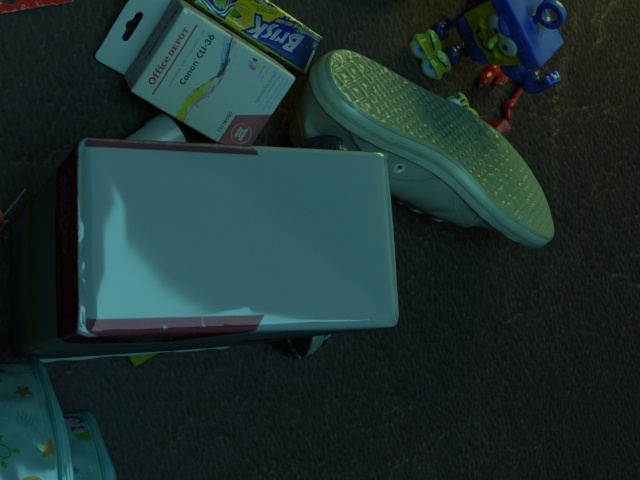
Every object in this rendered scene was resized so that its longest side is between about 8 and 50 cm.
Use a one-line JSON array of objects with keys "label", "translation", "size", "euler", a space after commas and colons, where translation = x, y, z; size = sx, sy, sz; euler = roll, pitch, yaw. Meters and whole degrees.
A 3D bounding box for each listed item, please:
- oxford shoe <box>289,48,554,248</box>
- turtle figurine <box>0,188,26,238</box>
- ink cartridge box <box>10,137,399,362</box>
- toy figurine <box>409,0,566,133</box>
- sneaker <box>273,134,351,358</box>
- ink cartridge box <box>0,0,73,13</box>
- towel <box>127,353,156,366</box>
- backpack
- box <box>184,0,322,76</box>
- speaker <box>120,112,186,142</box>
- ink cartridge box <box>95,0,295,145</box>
[{"label": "oxford shoe", "translation": [0.139, -0.100, 1.286], "size": [0.449, 0.130, 0.169], "euler": [24, 43, -32]}, {"label": "turtle figurine", "translation": [-0.414, -0.016, 0.970], "size": [0.234, 0.118, 0.175], "euler": [-42, 113, -16]}, {"label": "ink cartridge box", "translation": [-0.139, 0.025, 0.957], "size": [0.279, 0.384, 0.161], "euler": [0, 81, -26]}, {"label": "toy figurine", "translation": [0.240, -0.318, 1.279], "size": [0.191, 0.217, 0.363], "euler": [-39, 112, -23]}, {"label": "sneaker", "translation": [0.000, 0.000, 1.204], "size": [0.122, 0.110, 0.283], "euler": [-20, 128, -49]}, {"label": "ink cartridge box", "translation": [-0.345, -0.334, 1.029], "size": [0.145, 0.045, 0.179], "euler": [-18, 99, -28]}, {"label": "towel", "translation": [-0.146, 0.051, 1.183], "size": [0.237, 0.021, 0.102], "euler": [-32, 107, -25]}, {"label": "backpack", "translation": [-0.306, 0.245, 0.948], "size": [0.191, 0.225, 0.254], "euler": [-2, 117, -26]}, {"label": "box", "translation": [-0.084, -0.261, 1.179], "size": [0.168, 0.059, 0.054], "euler": [28, 79, -29]}, {"label": "speaker", "translation": [-0.219, -0.088, 1.111], "size": [0.136, 0.055, 0.055], "euler": [-38, 111, -23]}, {"label": "ink cartridge box", "translation": [-0.144, -0.197, 1.120], "size": [0.198, 0.067, 0.115], "euler": [28, 103, -29]}]
